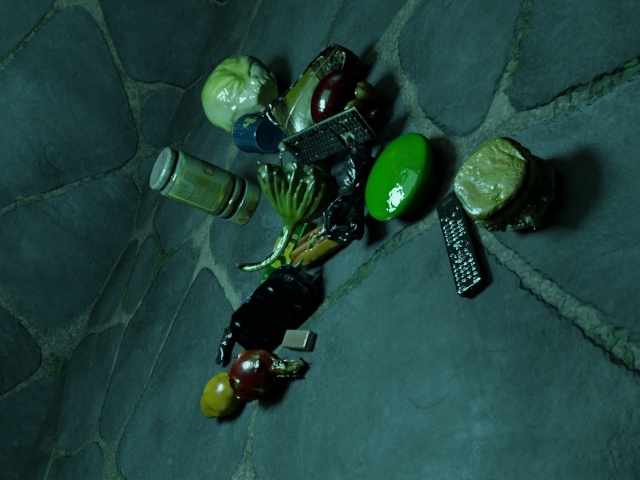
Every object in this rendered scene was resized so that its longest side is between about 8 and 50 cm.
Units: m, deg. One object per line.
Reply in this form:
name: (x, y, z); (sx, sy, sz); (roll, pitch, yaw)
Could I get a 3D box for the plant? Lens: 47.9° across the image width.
plant: (-0.064, -0.061, 1.862); (0.251, 0.180, 0.333); (20, 114, 24)

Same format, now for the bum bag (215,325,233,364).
bum bag: (-0.272, 0.300, 2.073); (0.058, 0.034, 0.124); (-19, 52, 66)

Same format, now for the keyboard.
keyboard: (0.013, -0.258, 1.810); (0.317, 0.106, 0.027); (-14, 30, 54)

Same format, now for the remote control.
remote control: (0.265, 0.001, 1.367); (0.063, 0.025, 0.245); (-44, 35, 35)

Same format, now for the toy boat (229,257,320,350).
toy boat: (-0.115, 0.169, 1.841); (0.299, 0.134, 0.092); (-45, 1, 35)

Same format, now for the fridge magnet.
fridge magnet: (0.173, -0.136, 1.565); (0.208, 0.088, 0.208); (-39, 39, 41)

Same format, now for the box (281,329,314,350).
box: (-0.053, 0.241, 1.743); (0.115, 0.025, 0.048); (-10, 56, 58)

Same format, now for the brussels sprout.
brussels sprout: (-0.276, -0.500, 2.497); (0.274, 0.242, 0.316); (-38, 36, 2)

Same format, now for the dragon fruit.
dragon fruit: (-0.128, 0.319, 1.745); (0.246, 0.125, 0.125); (-15, 41, 37)

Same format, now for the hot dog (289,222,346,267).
hot dog: (0.000, 0.000, 1.796); (0.236, 0.062, 0.092); (-37, 36, 42)

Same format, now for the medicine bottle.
medicine bottle: (-0.366, -0.171, 2.288); (0.151, 0.323, 0.151); (-39, 39, 41)

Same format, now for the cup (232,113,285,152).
cup: (-0.183, -0.358, 2.348); (0.176, 0.131, 0.155); (-45, 29, -13)

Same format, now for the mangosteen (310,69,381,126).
mangosteen: (0.069, -0.337, 1.833); (0.200, 0.200, 0.199); (-40, 37, 40)

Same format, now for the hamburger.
hamburger: (0.326, -0.082, 1.223); (0.159, 0.131, 0.184); (-44, 41, 21)

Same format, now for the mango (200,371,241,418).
mango: (-0.266, 0.413, 1.925); (0.165, 0.089, 0.115); (-30, 54, 54)

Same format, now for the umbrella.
umbrella: (0.074, -0.113, 1.691); (0.110, 0.122, 0.272); (-8, 49, 30)

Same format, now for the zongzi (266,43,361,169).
zongzi: (0.029, -0.347, 1.971); (0.289, 0.154, 0.317); (-44, 58, 27)

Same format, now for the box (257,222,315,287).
box: (-0.096, 0.049, 1.955); (0.132, 0.034, 0.235); (21, 89, 63)
